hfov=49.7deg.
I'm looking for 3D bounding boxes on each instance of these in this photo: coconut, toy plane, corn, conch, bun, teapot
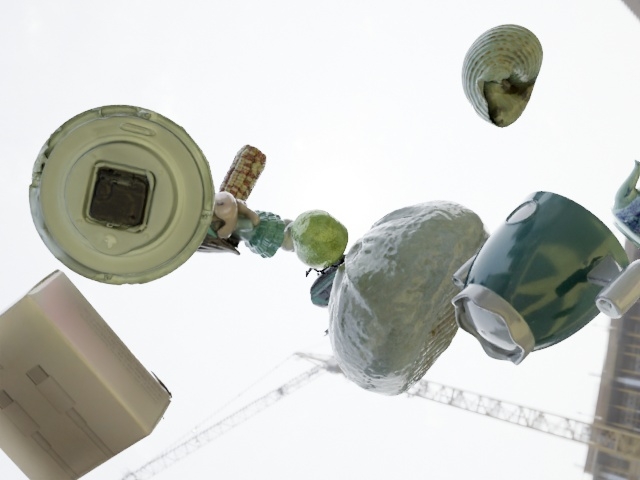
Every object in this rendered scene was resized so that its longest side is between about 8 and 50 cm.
[{"bbox_3d":[0.000,0.000,1.010,0.096,0.088,0.088,46,-116,-29],"label":"coconut"},{"bbox_3d":[0.095,0.086,1.630,0.106,0.381,0.155,-1,-120,-52],"label":"toy plane"},{"bbox_3d":[-0.195,-0.107,1.556,0.079,0.079,0.237,39,-113,-35],"label":"corn"},{"bbox_3d":[0.256,-0.237,1.000,0.153,0.102,0.135,-36,-59,-22],"label":"conch"},{"bbox_3d":[0.141,0.087,1.180,0.362,0.211,0.362,-45,-23,-26],"label":"bun"},{"bbox_3d":[0.655,-0.048,1.312,0.232,0.159,0.159,36,-114,-3],"label":"teapot"}]

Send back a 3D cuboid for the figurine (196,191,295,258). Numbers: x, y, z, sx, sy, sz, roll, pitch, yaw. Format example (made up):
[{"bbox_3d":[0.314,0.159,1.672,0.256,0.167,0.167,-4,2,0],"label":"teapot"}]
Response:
[{"bbox_3d":[-0.151,-0.025,1.195,0.245,0.138,0.110,13,-85,-30],"label":"figurine"}]

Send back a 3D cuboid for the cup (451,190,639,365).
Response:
[{"bbox_3d":[0.255,0.055,0.841,0.173,0.299,0.167,-39,-75,-16],"label":"cup"}]

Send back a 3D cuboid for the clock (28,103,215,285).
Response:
[{"bbox_3d":[-0.253,-0.057,0.877,0.236,0.053,0.236,-1,-85,-9],"label":"clock"}]

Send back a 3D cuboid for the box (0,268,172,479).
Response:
[{"bbox_3d":[-0.366,0.199,0.952,0.252,0.203,0.106,54,-162,-10],"label":"box"}]
